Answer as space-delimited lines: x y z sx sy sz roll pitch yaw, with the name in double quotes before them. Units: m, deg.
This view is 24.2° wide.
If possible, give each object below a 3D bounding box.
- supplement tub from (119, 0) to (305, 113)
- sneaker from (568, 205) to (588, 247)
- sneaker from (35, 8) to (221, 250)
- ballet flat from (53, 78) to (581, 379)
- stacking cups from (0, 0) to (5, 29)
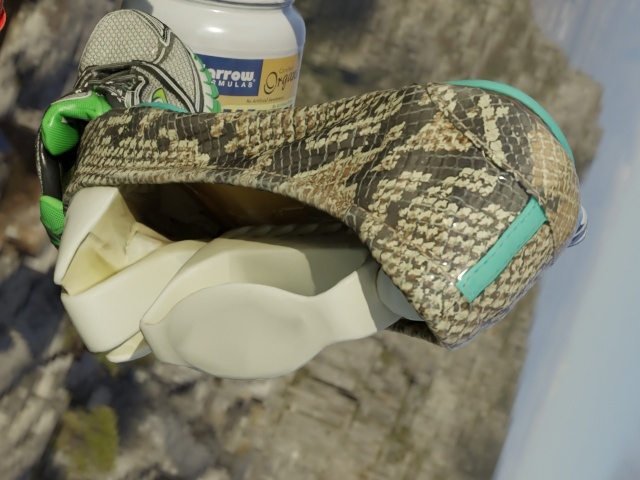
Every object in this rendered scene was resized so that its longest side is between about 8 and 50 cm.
"supplement tub" -0.142 -0.194 1.831 0.228 0.228 0.316 -48 150 -65
"sneaker" 0.205 -0.005 1.507 0.144 0.053 0.059 -24 166 -6
"sneaker" -0.168 -0.097 1.279 0.344 0.134 0.146 -97 164 -47
"ballet flat" -0.059 0.002 0.910 0.182 0.482 0.164 -50 118 -26
"stacking cups" -0.362 -0.157 1.448 0.096 0.096 0.316 -60 174 -44
